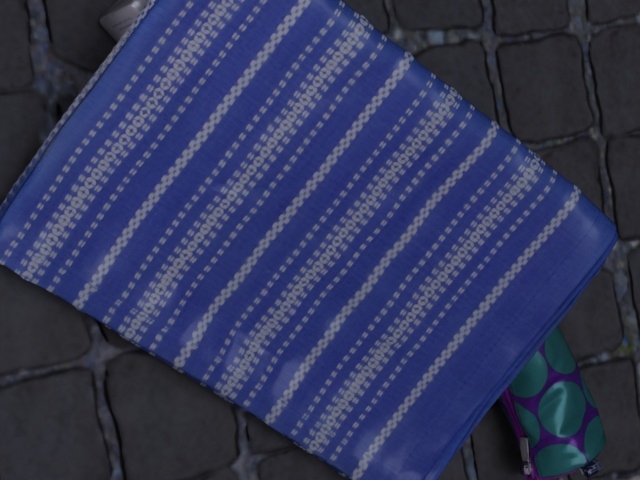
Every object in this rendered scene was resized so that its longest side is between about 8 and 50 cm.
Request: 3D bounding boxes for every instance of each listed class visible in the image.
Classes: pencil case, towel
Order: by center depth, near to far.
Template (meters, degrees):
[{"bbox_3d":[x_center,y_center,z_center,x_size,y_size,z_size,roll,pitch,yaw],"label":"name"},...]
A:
[{"bbox_3d":[0.000,0.000,0.815,0.336,0.040,0.243,35,98,-23],"label":"towel"},{"bbox_3d":[0.141,0.092,0.930,0.070,0.064,0.152,-33,103,-32],"label":"pencil case"}]

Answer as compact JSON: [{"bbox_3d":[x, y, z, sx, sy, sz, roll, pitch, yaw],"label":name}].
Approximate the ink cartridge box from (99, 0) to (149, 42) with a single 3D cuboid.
[{"bbox_3d":[-0.036,-0.109,0.845,0.180,0.060,0.104,47,67,-19],"label":"ink cartridge box"}]
